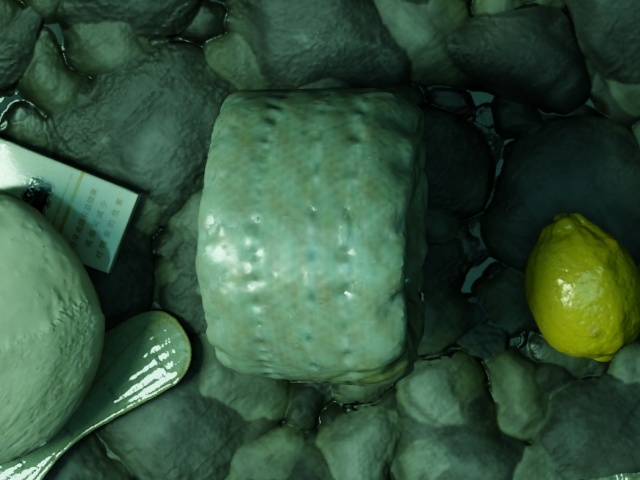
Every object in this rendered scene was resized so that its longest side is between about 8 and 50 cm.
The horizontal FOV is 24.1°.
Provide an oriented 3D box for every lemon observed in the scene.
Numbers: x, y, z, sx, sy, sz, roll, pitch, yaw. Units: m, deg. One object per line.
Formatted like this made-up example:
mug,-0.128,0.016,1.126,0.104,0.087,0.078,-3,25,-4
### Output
lemon,0.259,0.046,1.473,0.114,0.114,0.155,-17,97,4

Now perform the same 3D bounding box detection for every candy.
candy,-0.353,0.096,1.462,0.295,0.185,0.295,2,100,9

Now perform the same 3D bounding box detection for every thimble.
thimble,0.000,0.000,1.403,0.195,0.291,0.291,3,95,7

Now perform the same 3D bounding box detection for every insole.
insole,-0.285,0.187,1.549,0.348,0.009,0.119,-32,80,4

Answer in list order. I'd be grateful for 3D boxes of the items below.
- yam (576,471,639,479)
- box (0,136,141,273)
yam,0.332,0.371,1.494,0.133,0.133,0.330,-8,98,3
box,-0.277,-0.037,1.534,0.167,0.024,0.090,22,96,1
